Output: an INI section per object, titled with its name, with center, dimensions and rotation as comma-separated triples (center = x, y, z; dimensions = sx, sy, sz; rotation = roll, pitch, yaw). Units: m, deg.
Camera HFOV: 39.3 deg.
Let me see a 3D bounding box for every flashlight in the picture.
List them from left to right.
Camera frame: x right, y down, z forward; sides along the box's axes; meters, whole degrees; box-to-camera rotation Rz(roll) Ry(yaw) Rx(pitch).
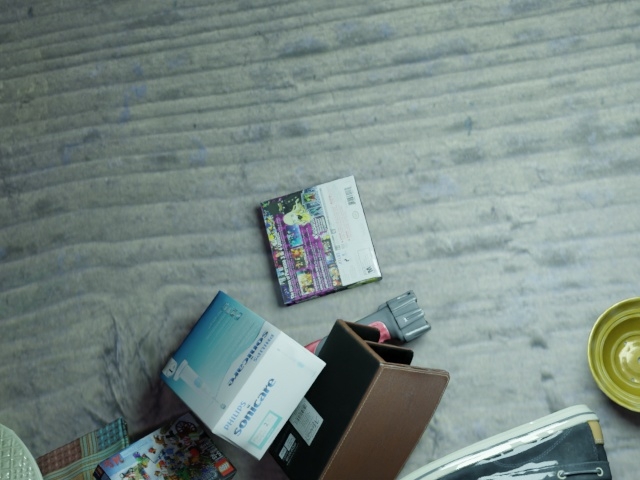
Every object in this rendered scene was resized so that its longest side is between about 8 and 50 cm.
[flashlight]
center = 0.070, 0.212, 1.778
dimensions = 0.304, 0.103, 0.103
rotation = -25, 101, 1

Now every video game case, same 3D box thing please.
[video game case]
center = 0.000, 0.000, 1.875
dimensions = 0.210, 0.042, 0.232
rotation = -17, 73, 5

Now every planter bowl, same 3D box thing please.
[planter bowl]
center = 0.608, 0.219, 1.684
dimensions = 0.217, 0.090, 0.217
rotation = -3, 74, 9

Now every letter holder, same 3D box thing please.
[letter holder]
center = 0.079, 0.327, 1.695
dimensions = 0.152, 0.214, 0.301
rotation = 41, 110, 47

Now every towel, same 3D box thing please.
[towel]
center = -0.470, 0.538, 1.727
dimensions = 0.271, 0.040, 0.370
rotation = -26, 44, 1

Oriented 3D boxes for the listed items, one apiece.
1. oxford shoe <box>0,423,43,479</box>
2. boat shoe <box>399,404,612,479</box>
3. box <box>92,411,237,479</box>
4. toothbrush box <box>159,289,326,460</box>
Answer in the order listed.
[oxford shoe]
center = -0.722, 0.440, 1.828
dimensions = 0.449, 0.130, 0.169
rotation = 29, 52, 22
[boat shoe]
center = 0.287, 0.454, 1.604
dimensions = 0.500, 0.187, 0.156
rotation = -21, 67, -2
[box]
center = -0.295, 0.446, 1.724
dimensions = 0.159, 0.233, 0.044
rotation = 45, 129, 18
[toothbrush box]
center = -0.156, 0.247, 1.708
dimensions = 0.216, 0.126, 0.295
rotation = -55, 29, -8
